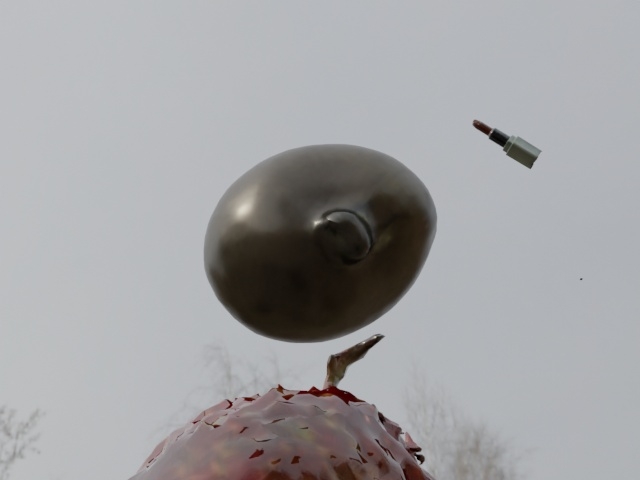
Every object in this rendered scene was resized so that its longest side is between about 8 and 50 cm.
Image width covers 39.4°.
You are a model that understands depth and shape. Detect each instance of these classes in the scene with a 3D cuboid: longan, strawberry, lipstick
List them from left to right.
[{"bbox_3d":[-0.006,0.207,0.540,0.292,0.292,0.343,3,-54,-9],"label":"strawberry"},{"bbox_3d":[0.000,0.000,1.102,0.300,0.300,0.243,-34,-88,27],"label":"longan"},{"bbox_3d":[0.264,-0.143,1.284,0.107,0.025,0.025,34,-46,8],"label":"lipstick"}]

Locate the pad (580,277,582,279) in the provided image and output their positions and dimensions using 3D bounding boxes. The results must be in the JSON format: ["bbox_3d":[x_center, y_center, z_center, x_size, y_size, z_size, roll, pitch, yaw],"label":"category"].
[{"bbox_3d":[0.431,0.010,0.874,0.323,0.055,0.249,4,-62,-9],"label":"pad"}]
